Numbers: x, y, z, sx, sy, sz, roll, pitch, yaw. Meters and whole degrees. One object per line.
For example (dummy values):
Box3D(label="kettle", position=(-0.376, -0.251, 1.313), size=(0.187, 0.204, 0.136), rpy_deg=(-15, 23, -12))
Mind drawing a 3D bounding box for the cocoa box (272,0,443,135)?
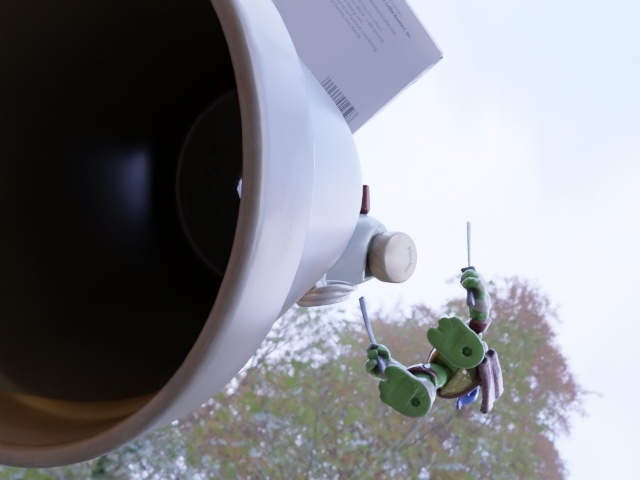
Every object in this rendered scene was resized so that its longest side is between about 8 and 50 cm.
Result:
Box3D(label="cocoa box", position=(-0.041, -0.338, 1.010), size=(0.347, 0.231, 0.228), rpy_deg=(44, 9, -34))

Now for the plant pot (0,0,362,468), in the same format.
Box3D(label="plant pot", position=(-0.107, -0.044, 0.502), size=(0.323, 0.280, 0.323), rpy_deg=(1, -88, 27))

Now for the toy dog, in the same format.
Box3D(label="toy dog", position=(0.000, 0.000, 1.103), size=(0.220, 0.333, 0.161), rpy_deg=(-6, -88, 31))

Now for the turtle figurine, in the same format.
Box3D(label="turtle figurine", position=(0.138, 0.124, 0.996), size=(0.197, 0.266, 0.275), rpy_deg=(-13, -93, 13))
